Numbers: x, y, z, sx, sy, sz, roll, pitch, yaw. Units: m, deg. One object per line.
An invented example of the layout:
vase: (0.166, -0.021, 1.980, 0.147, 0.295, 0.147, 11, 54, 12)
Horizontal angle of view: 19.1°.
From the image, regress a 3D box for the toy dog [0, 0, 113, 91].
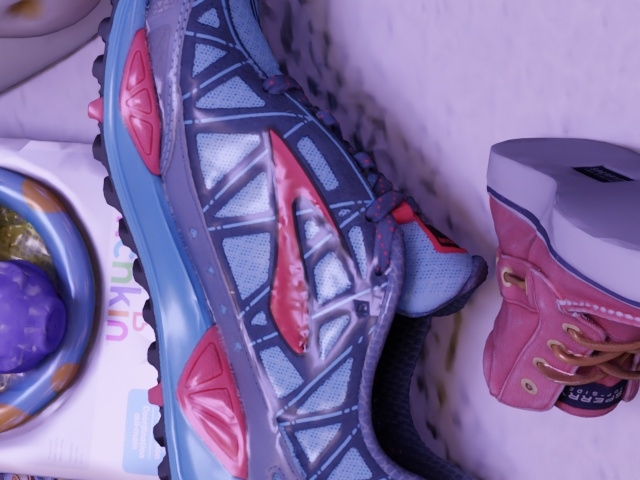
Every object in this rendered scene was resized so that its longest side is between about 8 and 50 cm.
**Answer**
toy dog: (-0.206, -0.174, 0.607, 0.395, 0.408, 0.284, 0, 97, 35)

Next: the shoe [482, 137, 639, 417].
shoe: (0.092, 0.021, 0.593, 0.064, 0.178, 0.081, -3, 102, -9)

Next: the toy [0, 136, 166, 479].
toy: (-0.168, 0.022, 0.760, 0.237, 0.056, 0.136, 4, 88, 13)

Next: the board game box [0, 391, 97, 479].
board game box: (-0.148, 0.121, 0.830, 0.165, 0.042, 0.243, -28, 80, 33)

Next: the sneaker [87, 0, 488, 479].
sneaker: (0.000, 0.000, 0.696, 0.125, 0.104, 0.261, -9, 96, 18)
